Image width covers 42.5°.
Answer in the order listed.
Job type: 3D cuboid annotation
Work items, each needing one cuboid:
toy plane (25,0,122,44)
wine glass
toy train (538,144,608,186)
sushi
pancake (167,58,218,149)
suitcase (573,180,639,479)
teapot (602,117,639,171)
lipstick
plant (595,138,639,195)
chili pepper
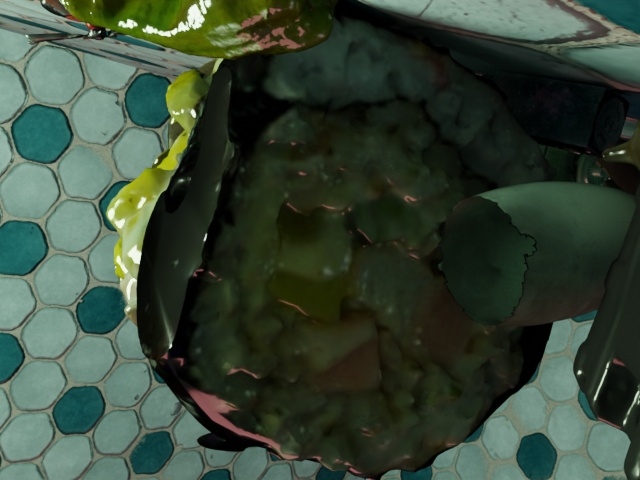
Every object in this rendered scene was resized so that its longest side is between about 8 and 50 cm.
[{"bbox_3d":[-0.176,-0.197,0.694,0.145,0.060,0.037,-2,-171,-10],"label":"toy plane"},{"bbox_3d":[0.246,0.080,0.585,0.310,0.264,0.096,-8,177,-29],"label":"wine glass"},{"bbox_3d":[0.242,-0.054,1.013,0.298,0.194,0.120,9,-171,-45],"label":"toy train"},{"bbox_3d":[0.000,0.000,0.687,0.329,0.327,0.285,12,180,-23],"label":"sushi"},{"bbox_3d":[-0.042,-0.104,0.864,0.250,0.250,0.031,14,156,0],"label":"pancake"},{"bbox_3d":[0.184,0.010,0.357,0.066,0.206,0.285,19,-174,10],"label":"suitcase"},{"bbox_3d":[0.246,-0.066,0.529,0.121,0.076,0.068,-14,-166,8],"label":"teapot"},{"bbox_3d":[0.115,-0.129,0.735,0.051,0.051,0.312,8,-171,-46],"label":"lipstick"},{"bbox_3d":[0.389,-0.002,0.801,0.194,0.181,0.321,2,-166,-41],"label":"plant"},{"bbox_3d":[-0.043,-0.119,0.375,0.204,0.072,0.073,18,-175,26],"label":"chili pepper"}]
